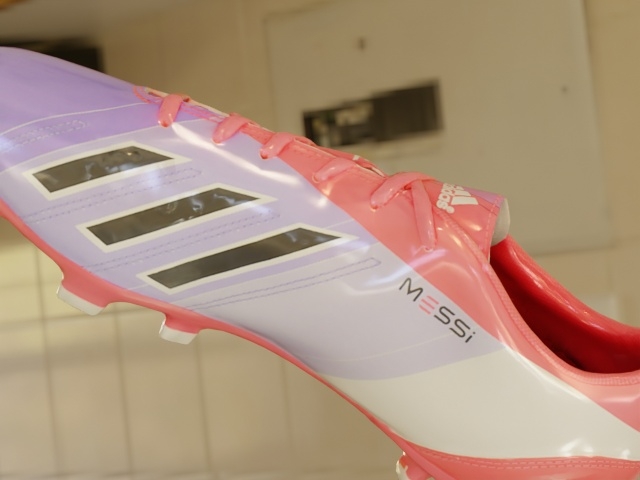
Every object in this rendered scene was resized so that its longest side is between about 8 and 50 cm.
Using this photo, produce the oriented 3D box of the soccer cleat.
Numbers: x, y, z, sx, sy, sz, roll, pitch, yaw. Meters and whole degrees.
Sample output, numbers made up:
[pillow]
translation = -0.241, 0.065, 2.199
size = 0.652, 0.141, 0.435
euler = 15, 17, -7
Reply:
[soccer cleat]
translation = 0.000, 0.000, 0.590
size = 0.248, 0.095, 0.083
euler = 34, 25, -7
